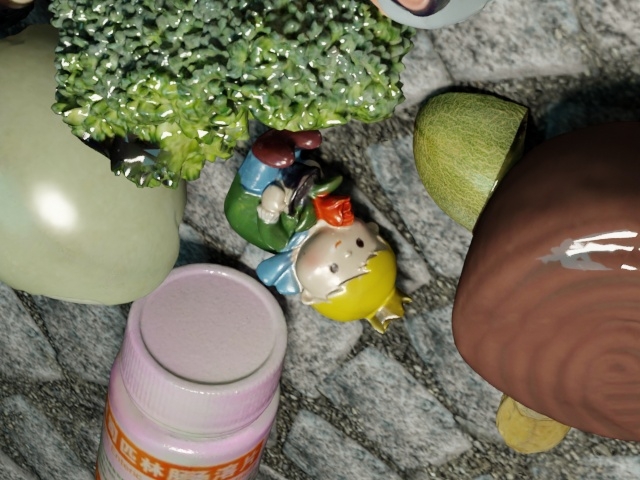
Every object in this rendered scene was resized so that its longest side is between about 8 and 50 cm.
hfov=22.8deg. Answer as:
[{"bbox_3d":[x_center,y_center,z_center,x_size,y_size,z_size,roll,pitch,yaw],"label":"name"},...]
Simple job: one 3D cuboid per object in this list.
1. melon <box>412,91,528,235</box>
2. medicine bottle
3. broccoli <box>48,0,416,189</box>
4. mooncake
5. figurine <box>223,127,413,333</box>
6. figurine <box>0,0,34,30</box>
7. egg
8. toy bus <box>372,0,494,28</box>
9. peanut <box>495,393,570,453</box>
[{"bbox_3d":[0.136,-0.075,1.578,0.128,0.079,0.160,32,142,13],"label":"melon"},{"bbox_3d":[-0.166,0.218,2.021,0.219,0.219,0.388,34,142,12],"label":"medicine bottle"},{"bbox_3d":[-0.102,-0.202,1.519,0.317,0.338,0.277,141,113,-74],"label":"broccoli"},{"bbox_3d":[0.279,0.055,1.464,0.326,0.174,0.334,-13,128,34],"label":"mooncake"},{"bbox_3d":[0.011,-0.008,1.736,0.234,0.127,0.185,44,136,16],"label":"figurine"},{"bbox_3d":[-0.488,-0.314,1.830,0.412,0.241,0.306,-27,127,33],"label":"figurine"},{"bbox_3d":[-0.300,-0.074,1.811,0.278,0.278,0.336,-20,105,50],"label":"egg"},{"bbox_3d":[0.070,-0.331,1.310,0.232,0.194,0.287,27,141,33],"label":"toy bus"},{"bbox_3d":[0.245,0.158,1.702,0.099,0.099,0.214,35,148,11],"label":"peanut"}]
